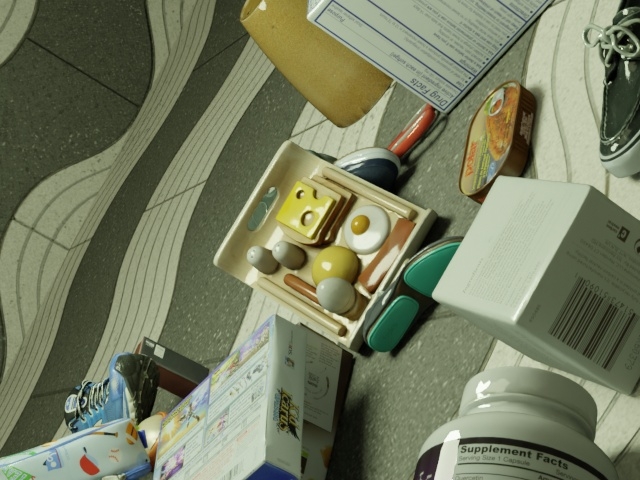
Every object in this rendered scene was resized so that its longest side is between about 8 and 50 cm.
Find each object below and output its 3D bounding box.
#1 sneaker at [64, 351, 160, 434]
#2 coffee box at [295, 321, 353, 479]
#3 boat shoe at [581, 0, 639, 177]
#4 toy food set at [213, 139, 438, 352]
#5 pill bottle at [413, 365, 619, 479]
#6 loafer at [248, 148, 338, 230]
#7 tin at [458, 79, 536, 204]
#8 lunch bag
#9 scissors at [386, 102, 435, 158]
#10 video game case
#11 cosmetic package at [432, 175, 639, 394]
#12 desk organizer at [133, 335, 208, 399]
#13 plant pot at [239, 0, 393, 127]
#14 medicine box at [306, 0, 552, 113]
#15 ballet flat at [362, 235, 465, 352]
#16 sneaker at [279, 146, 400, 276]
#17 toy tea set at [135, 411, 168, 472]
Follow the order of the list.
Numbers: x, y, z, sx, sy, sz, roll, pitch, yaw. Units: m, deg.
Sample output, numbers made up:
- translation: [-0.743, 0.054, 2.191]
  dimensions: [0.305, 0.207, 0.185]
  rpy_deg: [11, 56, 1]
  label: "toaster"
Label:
- translation: [-0.361, 0.290, 2.188]
  dimensions: [0.330, 0.147, 0.130]
  rpy_deg: [111, 176, -50]
  label: "sneaker"
- translation: [-0.053, 0.253, 1.732]
  dimensions: [0.141, 0.098, 0.246]
  rpy_deg: [-34, 32, 46]
  label: "coffee box"
- translation: [0.355, -0.216, 1.443]
  dimensions: [0.113, 0.105, 0.306]
  rpy_deg: [-14, 48, 63]
  label: "boat shoe"
- translation: [0.000, 0.000, 1.837]
  dimensions: [0.306, 0.092, 0.220]
  rpy_deg: [29, 88, 40]
  label: "toy food set"
- translation: [0.155, 0.275, 1.102]
  dimensions: [0.181, 0.181, 0.323]
  rpy_deg: [-35, 30, 47]
  label: "pill bottle"
- translation: [-0.053, -0.052, 2.228]
  dimensions: [0.267, 0.084, 0.096]
  rpy_deg: [-47, 54, 38]
  label: "loafer"
- translation: [0.232, -0.128, 1.706]
  dimensions: [0.106, 0.040, 0.190]
  rpy_deg: [-31, 34, 45]
  label: "tin"
- translation: [-0.384, 0.353, 1.945]
  dimensions: [0.303, 0.243, 0.115]
  rpy_deg: [-29, 80, 61]
  label: "lunch bag"
- translation: [0.084, -0.110, 2.015]
  dimensions: [0.297, 0.021, 0.109]
  rpy_deg: [-45, 12, 31]
  label: "scissors"
- translation: [-0.119, 0.262, 1.644]
  dimensions: [0.269, 0.061, 0.244]
  rpy_deg: [-44, 28, 32]
  label: "video game case"
- translation: [0.238, 0.039, 1.287]
  dimensions: [0.151, 0.151, 0.183]
  rpy_deg: [-60, 21, -5]
  label: "cosmetic package"
- translation: [-0.261, 0.221, 2.218]
  dimensions: [0.050, 0.130, 0.047]
  rpy_deg: [-46, 24, 35]
  label: "desk organizer"
- translation: [-0.004, -0.365, 2.275]
  dimensions: [0.237, 0.254, 0.237]
  rpy_deg: [-47, 23, 26]
  label: "plant pot"
- translation: [0.166, -0.379, 1.882]
  dimensions: [0.289, 0.263, 0.149]
  rpy_deg: [-47, 23, 28]
  label: "medicine box"
- translation: [0.121, 0.056, 1.658]
  dimensions: [0.203, 0.074, 0.074]
  rpy_deg: [-51, 21, 25]
  label: "ballet flat"
- translation: [0.017, -0.013, 1.956]
  dimensions: [0.282, 0.099, 0.153]
  rpy_deg: [-37, 36, 31]
  label: "sneaker"
- translation: [-0.214, 0.331, 1.959]
  dimensions: [0.336, 0.124, 0.200]
  rpy_deg: [-34, 32, 49]
  label: "toy tea set"
